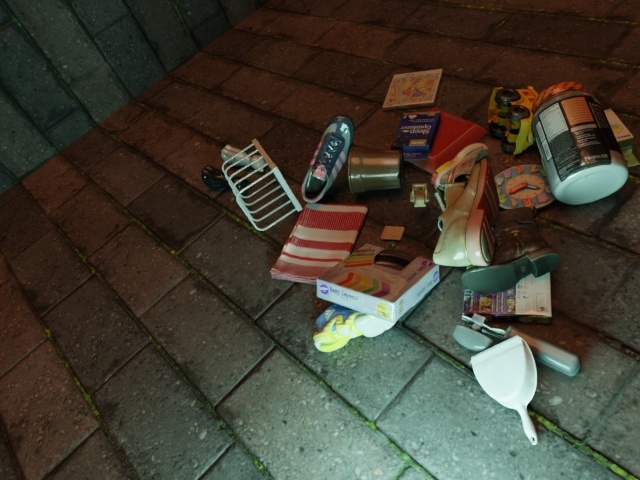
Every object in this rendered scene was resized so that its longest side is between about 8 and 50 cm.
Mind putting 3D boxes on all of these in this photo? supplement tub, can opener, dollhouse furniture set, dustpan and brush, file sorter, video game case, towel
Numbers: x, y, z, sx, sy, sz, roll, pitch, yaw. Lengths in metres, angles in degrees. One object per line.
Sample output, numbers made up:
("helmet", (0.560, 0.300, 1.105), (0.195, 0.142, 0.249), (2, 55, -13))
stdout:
("supplement tub", (0.711, -0.277, 1.455), (0.193, 0.194, 0.316), (-11, 59, 15))
("can opener", (0.448, 0.253, 1.214), (0.283, 0.076, 0.095), (23, 78, 37))
("dollhouse furniture set", (0.344, -0.071, 1.525), (0.160, 0.101, 0.182), (0, 49, 11))
("dustpan and brush", (0.424, 0.336, 1.138), (0.147, 0.060, 0.211), (-40, 40, 38))
("file sorter", (-0.218, -0.195, 1.832), (0.173, 0.193, 0.278), (-32, 37, -2))
("video game case", (0.485, 0.107, 1.348), (0.210, 0.042, 0.232), (-2, 48, 23))
("towel", (0.000, 0.000, 1.679), (0.236, 0.037, 0.329), (5, 52, 28))
("video game case", (0.372, -0.606, 2.084), (0.206, 0.026, 0.227), (1, 50, 26))

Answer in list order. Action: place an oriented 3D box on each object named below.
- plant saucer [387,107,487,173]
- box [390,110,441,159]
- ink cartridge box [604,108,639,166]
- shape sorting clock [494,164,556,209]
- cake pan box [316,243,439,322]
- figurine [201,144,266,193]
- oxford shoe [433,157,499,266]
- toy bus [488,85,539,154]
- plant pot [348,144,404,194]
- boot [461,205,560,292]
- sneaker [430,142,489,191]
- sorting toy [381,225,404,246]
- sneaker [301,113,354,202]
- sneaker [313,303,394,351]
("plant saucer", (0.403, -0.368, 1.832), (0.259, 0.048, 0.258), (-38, 45, -13))
("box", (0.329, -0.366, 1.806), (0.136, 0.037, 0.225), (3, 52, 27))
("ink cartridge box", (0.852, -0.299, 1.547), (0.108, 0.062, 0.209), (-14, 46, 11))
("shape sorting clock", (0.608, -0.161, 1.546), (0.206, 0.040, 0.206), (-13, 45, 13))
("cake pan box", (0.162, 0.106, 1.417), (0.245, 0.070, 0.266), (18, 33, 35))
("figurine", (-0.328, -0.280, 2.068), (0.209, 0.092, 0.215), (20, 59, 28))
("oxford shoe", (0.383, -0.086, 1.374), (0.146, 0.141, 0.397), (-10, 33, 32))
("toy bus", (0.675, -0.397, 1.682), (0.211, 0.150, 0.220), (-8, 47, -4))
("plant pot", (0.191, -0.237, 1.735), (0.165, 0.167, 0.167), (1, 49, 16))
("boot", (0.473, 0.014, 1.363), (0.262, 0.091, 0.229), (-16, 38, 6))
("sneaker", (0.459, -0.227, 1.661), (0.225, 0.088, 0.093), (-38, 65, -13))
("sorting toy", (0.220, -0.012, 1.604), (0.062, 0.012, 0.083), (7, 49, 23))
("sneaker", (0.025, -0.262, 1.732), (0.112, 0.319, 0.131), (22, 28, 1))
("sneaker", (0.086, 0.205, 1.406), (0.240, 0.091, 0.126), (-21, 43, 6))
